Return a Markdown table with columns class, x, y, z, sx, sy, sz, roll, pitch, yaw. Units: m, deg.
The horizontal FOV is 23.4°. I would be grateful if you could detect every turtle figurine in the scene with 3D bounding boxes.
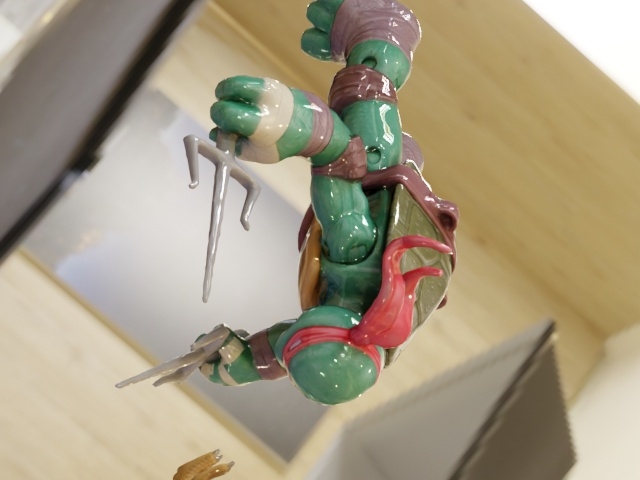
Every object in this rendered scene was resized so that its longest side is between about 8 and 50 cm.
| class | x | y | z | sx | sy | sz | roll | pitch | yaw |
| --- | --- | --- | --- | --- | --- | --- | --- | --- | --- |
| turtle figurine | 0.000 | 0.000 | 0.648 | 0.234 | 0.118 | 0.175 | -71 | 179 | -51 |

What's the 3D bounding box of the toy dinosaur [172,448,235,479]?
| class | x | y | z | sx | sy | sz | roll | pitch | yaw |
| --- | --- | --- | --- | --- | --- | --- | --- | --- | --- |
| toy dinosaur | -0.062 | 0.186 | 0.898 | 0.211 | 0.112 | 0.064 | -11 | 160 | -28 |
